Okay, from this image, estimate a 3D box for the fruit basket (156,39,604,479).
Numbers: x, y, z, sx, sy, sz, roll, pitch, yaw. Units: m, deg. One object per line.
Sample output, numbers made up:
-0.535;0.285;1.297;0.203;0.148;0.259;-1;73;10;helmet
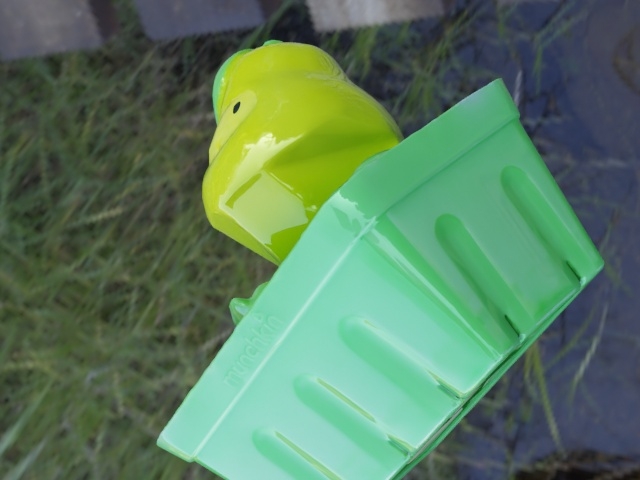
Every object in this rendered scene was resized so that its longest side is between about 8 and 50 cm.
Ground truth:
0.000;0.000;1.356;0.392;0.283;0.392;20;125;30;fruit basket
